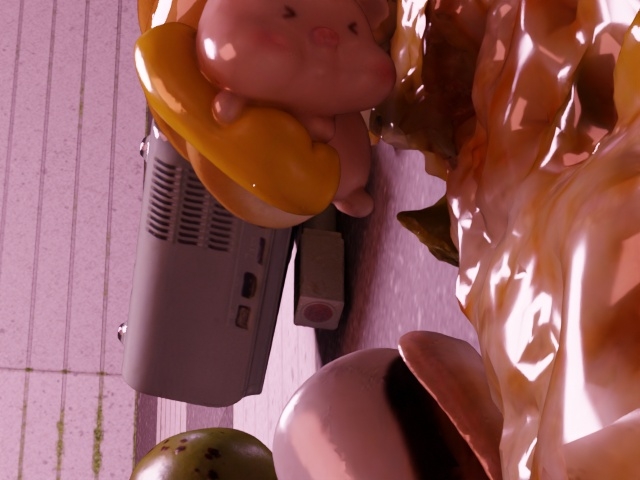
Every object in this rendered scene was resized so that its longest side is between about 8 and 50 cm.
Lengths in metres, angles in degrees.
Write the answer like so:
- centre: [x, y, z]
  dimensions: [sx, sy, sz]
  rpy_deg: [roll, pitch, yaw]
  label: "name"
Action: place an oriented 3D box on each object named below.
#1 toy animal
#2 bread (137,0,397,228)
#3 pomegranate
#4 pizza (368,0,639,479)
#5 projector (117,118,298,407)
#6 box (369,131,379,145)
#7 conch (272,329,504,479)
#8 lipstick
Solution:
- centre: [-0.003, -0.057, 0.545]
  dimensions: [0.082, 0.114, 0.091]
  rpy_deg: [-52, 45, 14]
  label: "toy animal"
- centre: [-0.030, -0.164, 0.738]
  dimensions: [0.173, 0.121, 0.311]
  rpy_deg: [111, 160, -53]
  label: "bread"
- centre: [-0.060, 0.198, 1.042]
  dimensions: [0.129, 0.159, 0.129]
  rpy_deg: [-30, -55, -55]
  label: "pomegranate"
- centre: [0.086, -0.080, 0.438]
  dimensions: [0.392, 0.080, 0.435]
  rpy_deg: [-155, 71, -78]
  label: "pizza"
- centre: [-0.065, -0.038, 1.027]
  dimensions: [0.250, 0.108, 0.198]
  rpy_deg: [-79, 0, -58]
  label: "projector"
- centre: [0.040, -0.195, 0.804]
  dimensions: [0.269, 0.043, 0.152]
  rpy_deg: [108, 163, -50]
  label: "box"
- centre: [0.041, 0.101, 0.570]
  dimensions: [0.104, 0.094, 0.176]
  rpy_deg: [-40, 28, 8]
  label: "conch"
- centre: [-0.001, 0.000, 0.986]
  dimensions: [0.030, 0.030, 0.129]
  rpy_deg: [105, 169, -46]
  label: "lipstick"
